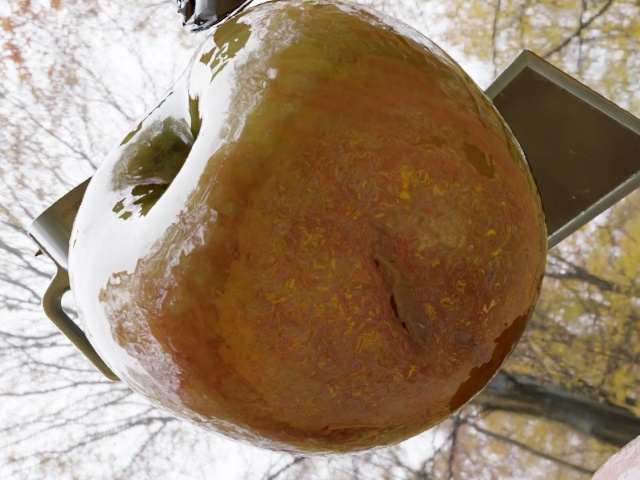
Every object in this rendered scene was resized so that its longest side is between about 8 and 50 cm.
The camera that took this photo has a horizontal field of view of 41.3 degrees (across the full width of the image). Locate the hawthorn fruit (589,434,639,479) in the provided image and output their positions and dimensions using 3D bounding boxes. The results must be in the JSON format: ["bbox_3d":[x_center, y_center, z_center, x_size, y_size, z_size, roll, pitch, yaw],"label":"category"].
[{"bbox_3d":[0.393,0.305,0.815,0.284,0.284,0.284,-21,-62,-48],"label":"hawthorn fruit"}]

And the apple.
[{"bbox_3d":[0.000,0.000,0.497,0.264,0.264,0.264,-21,-62,-48],"label":"apple"}]

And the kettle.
[{"bbox_3d":[-0.270,0.049,1.123,0.210,0.160,0.243,-35,-85,-3],"label":"kettle"}]

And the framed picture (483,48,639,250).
[{"bbox_3d":[0.258,-0.094,1.051,0.232,0.296,0.019,29,-125,-12],"label":"framed picture"}]

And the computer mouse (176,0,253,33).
[{"bbox_3d":[-0.072,-0.322,0.900,0.077,0.146,0.242,27,-74,-36],"label":"computer mouse"}]
